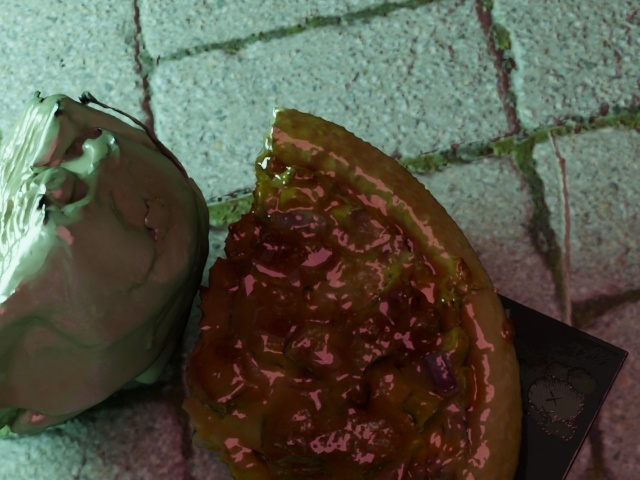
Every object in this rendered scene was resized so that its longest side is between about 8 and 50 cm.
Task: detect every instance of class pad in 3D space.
[{"bbox_3d":[0.156,0.145,1.232,0.127,0.004,0.190,24,72,20],"label":"pad"}]

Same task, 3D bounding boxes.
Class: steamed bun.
[{"bbox_3d":[-0.211,0.039,1.245,0.280,0.207,0.268,-47,31,12],"label":"steamed bun"}]

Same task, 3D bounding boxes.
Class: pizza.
[{"bbox_3d":[0.014,0.082,1.209,0.277,0.114,0.409,-17,73,2],"label":"pizza"}]
